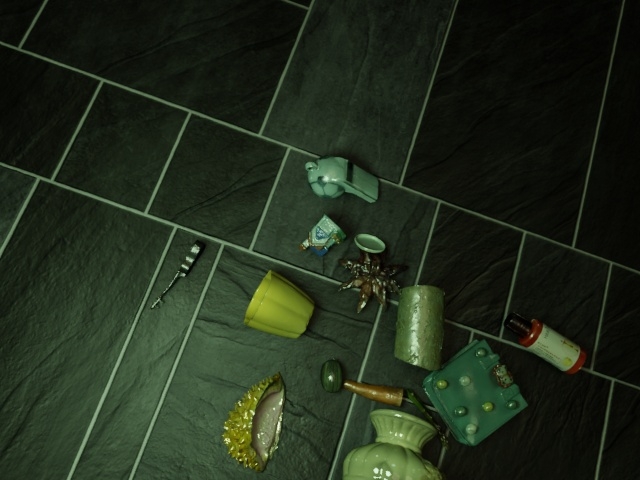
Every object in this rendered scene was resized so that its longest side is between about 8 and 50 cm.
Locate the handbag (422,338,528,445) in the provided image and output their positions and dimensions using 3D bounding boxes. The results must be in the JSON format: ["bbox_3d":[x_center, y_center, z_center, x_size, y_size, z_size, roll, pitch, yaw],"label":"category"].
[{"bbox_3d":[0.508,0.497,1.820,0.274,0.100,0.268,-29,80,-13],"label":"handbag"}]

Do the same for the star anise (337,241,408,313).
[{"bbox_3d":[0.186,0.119,1.872,0.272,0.102,0.272,3,71,-9],"label":"star anise"}]

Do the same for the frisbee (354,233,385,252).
[{"bbox_3d":[0.169,0.011,1.901,0.110,0.110,0.014,16,118,-3],"label":"frisbee"}]

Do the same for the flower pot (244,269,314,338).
[{"bbox_3d":[-0.124,0.216,1.777,0.179,0.195,0.195,27,74,-13],"label":"flower pot"}]

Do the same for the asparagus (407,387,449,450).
[{"bbox_3d":[0.355,0.581,1.816,0.034,0.027,0.236,-32,82,-34],"label":"asparagus"}]

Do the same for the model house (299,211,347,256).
[{"bbox_3d":[0.000,0.000,1.870,0.149,0.148,0.119,-44,89,-2],"label":"model house"}]

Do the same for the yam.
[{"bbox_3d":[0.326,0.283,1.815,0.161,0.161,0.268,6,82,-6],"label":"yam"}]

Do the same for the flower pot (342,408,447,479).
[{"bbox_3d":[0.229,0.658,1.656,0.307,0.307,0.244,18,61,-2],"label":"flower pot"}]

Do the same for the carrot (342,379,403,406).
[{"bbox_3d":[0.163,0.490,1.805,0.210,0.061,0.061,13,74,1],"label":"carrot"}]

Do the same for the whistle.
[{"bbox_3d":[0.056,-0.209,1.936,0.290,0.163,0.163,24,70,-40],"label":"whistle"}]

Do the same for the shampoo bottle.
[{"bbox_3d":[0.756,0.341,1.889,0.278,0.104,0.104,32,74,2],"label":"shampoo bottle"}]

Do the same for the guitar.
[{"bbox_3d":[-0.465,0.118,1.812,0.038,0.084,0.271,33,80,0],"label":"guitar"}]

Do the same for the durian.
[{"bbox_3d":[-0.199,0.537,1.676,0.185,0.195,0.305,19,76,5],"label":"durian"}]

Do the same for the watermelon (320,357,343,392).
[{"bbox_3d":[0.036,0.435,1.786,0.078,0.078,0.110,1,70,-7],"label":"watermelon"}]
